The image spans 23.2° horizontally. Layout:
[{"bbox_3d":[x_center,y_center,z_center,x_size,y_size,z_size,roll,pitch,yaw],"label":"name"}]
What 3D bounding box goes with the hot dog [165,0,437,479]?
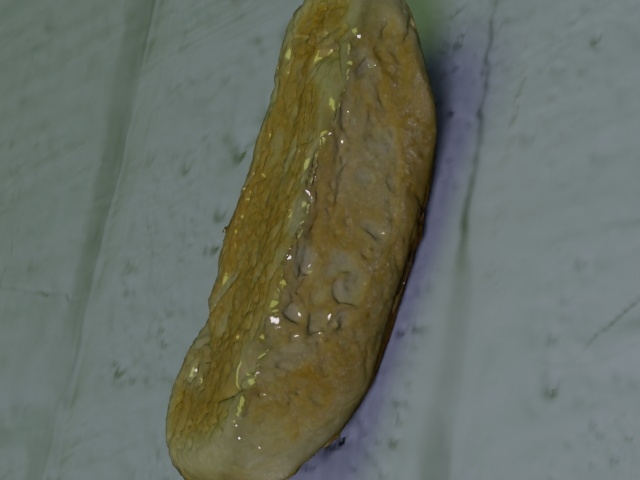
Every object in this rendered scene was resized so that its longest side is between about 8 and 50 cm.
[{"bbox_3d":[0.000,0.000,0.704,0.084,0.073,0.243,-2,69,57],"label":"hot dog"}]
